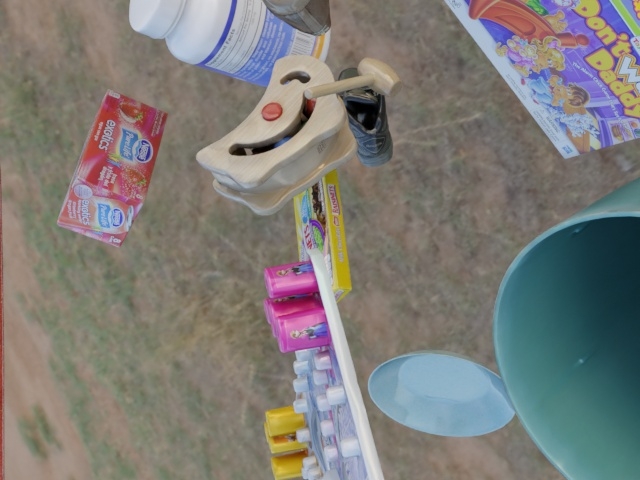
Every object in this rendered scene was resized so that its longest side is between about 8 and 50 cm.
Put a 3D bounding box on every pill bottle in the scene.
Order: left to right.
[{"bbox_3d":[-0.133,-0.319,1.390,0.152,0.272,0.152,-24,61,51],"label":"pill bottle"}]

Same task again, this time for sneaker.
[{"bbox_3d":[-0.041,-0.254,0.838,0.071,0.066,0.188,42,-155,-55],"label":"sneaker"},{"bbox_3d":[0.074,-0.252,1.684,0.130,0.087,0.228,76,-177,-51],"label":"sneaker"}]

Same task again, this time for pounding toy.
[{"bbox_3d":[-0.043,-0.173,1.223,0.154,0.269,0.155,50,172,35],"label":"pounding toy"}]

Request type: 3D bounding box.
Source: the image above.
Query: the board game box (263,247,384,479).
[{"bbox_3d":[0.011,0.265,0.797,0.390,0.050,0.390,95,163,-60],"label":"board game box"}]

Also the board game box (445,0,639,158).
[{"bbox_3d":[0.314,-0.280,1.209,0.347,0.078,0.233,49,152,-15],"label":"board game box"}]

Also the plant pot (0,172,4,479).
[{"bbox_3d":[-0.381,0.047,0.733,0.267,0.235,0.267,-151,62,-62],"label":"plant pot"}]

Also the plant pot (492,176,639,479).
[{"bbox_3d":[0.326,0.064,0.765,0.293,0.235,0.293,25,131,33],"label":"plant pot"}]

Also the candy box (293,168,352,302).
[{"bbox_3d":[0.000,0.000,1.332,0.105,0.027,0.206,129,142,-51],"label":"candy box"}]

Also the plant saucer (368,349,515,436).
[{"bbox_3d":[0.160,0.192,1.245,0.195,0.037,0.195,9,139,8],"label":"plant saucer"}]

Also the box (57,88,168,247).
[{"bbox_3d":[-0.367,-0.132,1.694,0.122,0.257,0.128,22,132,-17],"label":"box"}]
